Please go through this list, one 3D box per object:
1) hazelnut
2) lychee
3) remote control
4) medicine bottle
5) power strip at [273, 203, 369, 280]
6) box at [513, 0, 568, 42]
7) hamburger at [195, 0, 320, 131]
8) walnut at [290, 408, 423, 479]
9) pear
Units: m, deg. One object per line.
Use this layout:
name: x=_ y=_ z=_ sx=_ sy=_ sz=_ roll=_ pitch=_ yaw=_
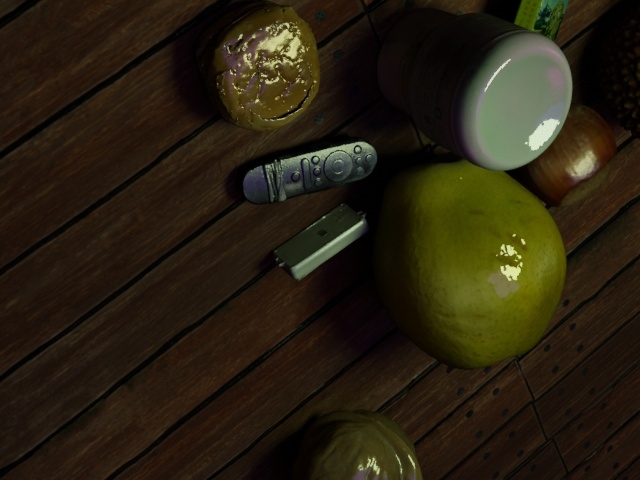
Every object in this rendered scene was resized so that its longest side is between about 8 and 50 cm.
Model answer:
hazelnut: x=0.500 y=-0.180 z=2.113 sx=0.214 sy=0.176 sz=0.214 roll=3 pitch=83 yaw=-24
lychee: x=0.708 y=-0.343 z=2.085 sx=0.306 sy=0.330 sz=0.306 roll=0 pitch=116 yaw=1
remote control: x=-0.027 y=-0.128 z=1.864 sx=0.265 sy=0.066 sz=0.090 roll=-15 pitch=108 yaw=-22
medicine bottle: x=0.260 y=-0.276 z=1.812 sx=0.241 sy=0.302 sz=0.241 roll=-15 pitch=121 yaw=-26
power strip: x=0.000 y=0.000 z=1.928 sx=0.192 sy=0.081 sz=0.035 roll=-35 pitch=129 yaw=-15
box: x=0.409 y=-0.406 z=1.959 sx=0.187 sy=0.047 sz=0.335 roll=-19 pitch=128 yaw=-61
hamburger: x=-0.098 y=-0.283 z=1.702 sx=0.213 sy=0.108 sz=0.214 roll=-12 pitch=115 yaw=-26
walnut: x=0.071 y=0.482 z=2.106 sx=0.296 sy=0.285 sz=0.285 roll=-14 pitch=126 yaw=-60
pear: x=0.277 y=0.036 z=1.963 sx=0.362 sy=0.362 sz=0.418 roll=-25 pitch=98 yaw=-21
